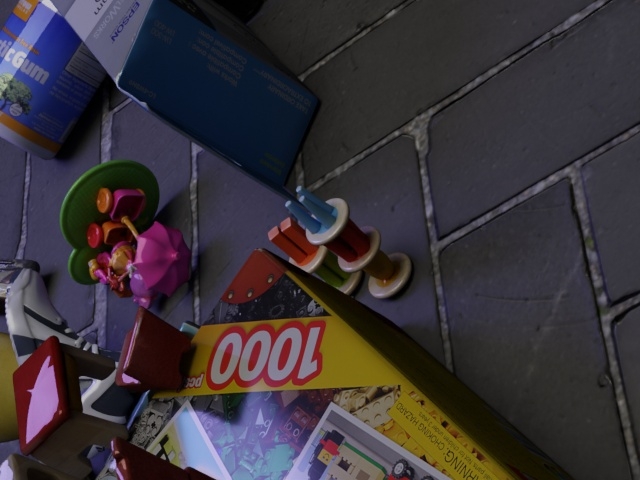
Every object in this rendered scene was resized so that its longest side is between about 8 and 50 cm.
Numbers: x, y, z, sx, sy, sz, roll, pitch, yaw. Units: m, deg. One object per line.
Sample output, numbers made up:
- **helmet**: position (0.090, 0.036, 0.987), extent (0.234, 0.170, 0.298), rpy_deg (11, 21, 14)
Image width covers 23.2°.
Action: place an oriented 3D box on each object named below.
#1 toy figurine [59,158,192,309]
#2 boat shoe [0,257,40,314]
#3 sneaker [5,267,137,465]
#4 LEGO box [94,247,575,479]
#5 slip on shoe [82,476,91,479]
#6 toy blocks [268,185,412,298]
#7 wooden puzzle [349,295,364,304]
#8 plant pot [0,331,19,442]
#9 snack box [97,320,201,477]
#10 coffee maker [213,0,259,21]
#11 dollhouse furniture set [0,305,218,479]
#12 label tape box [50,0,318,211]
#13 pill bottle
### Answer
- **toy figurine**: position (-0.217, 0.019, 1.808), extent (0.159, 0.130, 0.173), rpy_deg (45, 123, 42)
- **boat shoe**: position (-0.443, 0.052, 2.055), extent (0.224, 0.080, 0.073), rpy_deg (4, 63, 44)
- **sneaker**: position (-0.260, 0.129, 1.745), extent (0.153, 0.094, 0.235), rpy_deg (-14, 64, -4)
- **LEGO box**: position (0.017, 0.288, 1.280), extent (0.372, 0.193, 0.500), rpy_deg (-56, 38, 4)
- **slip on shoe**: position (-0.276, 0.278, 1.739), extent (0.051, 0.041, 0.135), rpy_deg (-51, 38, 10)
- **toy blocks**: position (0.000, 0.000, 1.526), extent (0.123, 0.148, 0.054), rpy_deg (-6, 53, 46)
- **wooden puzzle**: position (0.023, 0.092, 1.558), extent (0.049, 0.006, 0.083), rpy_deg (-25, 49, 37)
- **plant pot**: position (-0.348, 0.175, 1.836), extent (0.095, 0.134, 0.134), rpy_deg (0, 64, 22)
- **snack box**: position (-0.190, 0.235, 1.583), extent (0.322, 0.060, 0.187), rpy_deg (-62, 2, -4)
- **coffee maker**: position (-0.159, -0.337, 1.909), extent (0.171, 0.178, 0.120), rpy_deg (-16, 57, 45)
- **dollhouse furniture set**: position (-0.185, 0.188, 1.288), extent (0.201, 0.152, 0.374), rpy_deg (-42, 40, 21)
- **label tape box**: position (-0.137, -0.197, 1.732), extent (0.115, 0.249, 0.347), rpy_deg (-53, 38, 8)
- **pill bottle**: position (-0.355, -0.258, 2.098), extent (0.272, 0.152, 0.152), rpy_deg (-58, 37, 3)
